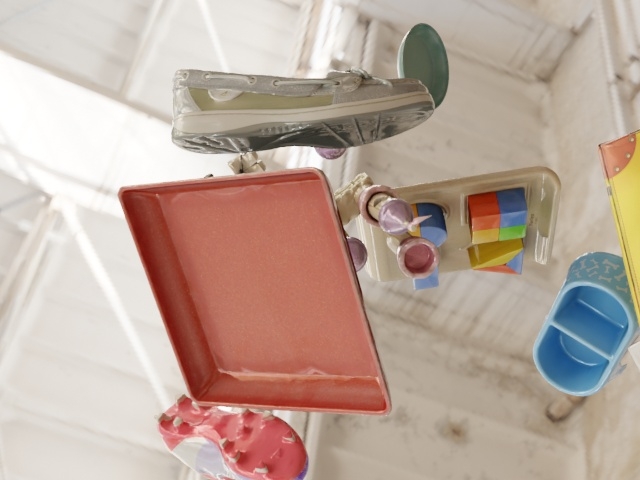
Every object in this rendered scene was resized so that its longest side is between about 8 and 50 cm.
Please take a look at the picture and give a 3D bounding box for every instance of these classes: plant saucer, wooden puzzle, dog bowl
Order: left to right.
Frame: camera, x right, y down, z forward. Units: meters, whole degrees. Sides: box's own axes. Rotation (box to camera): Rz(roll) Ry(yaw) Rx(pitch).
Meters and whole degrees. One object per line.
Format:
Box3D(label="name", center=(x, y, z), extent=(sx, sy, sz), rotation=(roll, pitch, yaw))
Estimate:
Box3D(label="plant saucer", center=(-0.059, 0.048, 1.074), extent=(0.047, 0.258, 0.259), rotation=(-40, -60, -49))
Box3D(label="plant saucer", center=(0.137, -0.237, 1.474), extent=(0.119, 0.021, 0.119), rotation=(4, -95, -52))
Box3D(label="wooden puzzle", center=(0.240, -0.004, 1.891), extent=(0.347, 0.322, 0.081), rotation=(-5, -118, 5))
Box3D(label="dog bowl", center=(0.464, 0.154, 1.854), extent=(0.166, 0.297, 0.074), rotation=(33, -134, 19))

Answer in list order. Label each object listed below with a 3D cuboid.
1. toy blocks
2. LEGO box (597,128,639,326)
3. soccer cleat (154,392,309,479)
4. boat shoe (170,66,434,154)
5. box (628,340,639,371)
Box3D(label="toy blocks", center=(0.000, 0.000, 1.608), extent=(0.309, 0.288, 0.260), rotation=(56, 178, -19))
Box3D(label="LEGO box", center=(0.648, 0.038, 1.524), extent=(0.193, 0.372, 0.500), rotation=(14, -119, -45))
Box3D(label="soccer cleat", center=(-0.092, 0.239, 1.210), extent=(0.083, 0.248, 0.095), rotation=(-46, -55, -30))
Box3D(label="boat shoe", center=(-0.024, -0.170, 1.299), extent=(0.320, 0.118, 0.103), rotation=(-5, -101, 8))
Box3D(label="box", center=(0.482, 0.160, 1.417), extent=(0.101, 0.087, 0.102), rotation=(-22, -103, -6))
